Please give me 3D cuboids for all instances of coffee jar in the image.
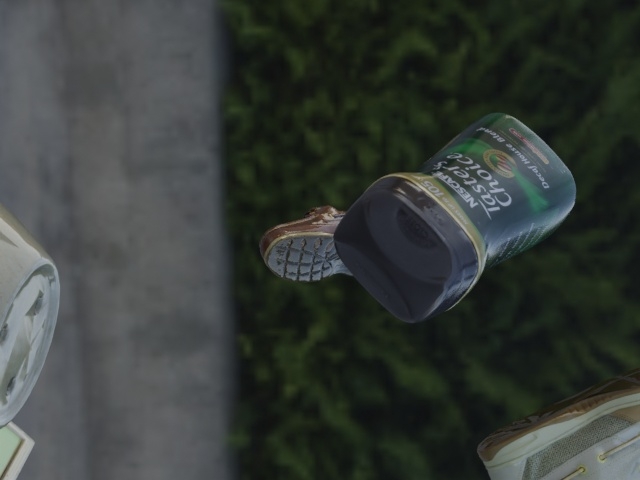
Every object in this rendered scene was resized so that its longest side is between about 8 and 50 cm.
[{"bbox_3d":[0.091,-0.016,1.267,0.184,0.096,0.079,-33,164,-50],"label":"coffee jar"}]

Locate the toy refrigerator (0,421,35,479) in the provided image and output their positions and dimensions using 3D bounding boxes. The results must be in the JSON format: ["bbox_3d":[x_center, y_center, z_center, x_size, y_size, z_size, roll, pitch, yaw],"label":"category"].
[{"bbox_3d":[-0.378,0.251,1.908,0.102,0.094,0.269,43,17,-9],"label":"toy refrigerator"}]

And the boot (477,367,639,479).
[{"bbox_3d":[0.254,0.198,1.529,0.077,0.213,0.165,-78,145,-86],"label":"boot"}]

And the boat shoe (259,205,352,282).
[{"bbox_3d":[0.000,0.000,1.870,0.178,0.060,0.064,-2,135,-47],"label":"boat shoe"}]

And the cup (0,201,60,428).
[{"bbox_3d":[-0.383,0.063,1.759,0.331,0.237,0.331,17,90,-81],"label":"cup"}]
